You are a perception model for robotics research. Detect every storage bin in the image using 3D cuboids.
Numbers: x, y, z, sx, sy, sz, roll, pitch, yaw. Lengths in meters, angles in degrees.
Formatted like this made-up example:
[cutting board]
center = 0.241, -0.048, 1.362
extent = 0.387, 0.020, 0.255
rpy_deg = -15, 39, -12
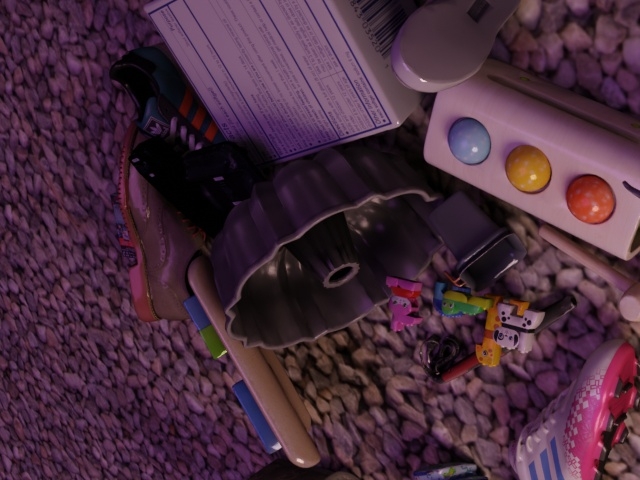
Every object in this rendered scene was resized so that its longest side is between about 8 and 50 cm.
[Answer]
[storage bin]
center = 0.187, 0.001, 1.274
extent = 0.098, 0.135, 0.091
rpy_deg = -40, 67, 8

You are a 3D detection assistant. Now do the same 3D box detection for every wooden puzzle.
[wooden puzzle]
center = -0.114, 0.182, 1.514
extent = 0.322, 0.080, 0.348
rpy_deg = 60, 178, 2

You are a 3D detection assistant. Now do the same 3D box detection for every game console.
[game console]
center = -0.151, -0.073, 1.464
extent = 0.213, 0.044, 0.361
rpy_deg = 44, 162, -18

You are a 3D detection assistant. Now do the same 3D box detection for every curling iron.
[curling iron]
center = 0.231, 0.131, 1.364
extent = 0.274, 0.035, 0.068
rpy_deg = -31, 88, 45

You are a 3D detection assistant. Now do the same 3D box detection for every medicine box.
[medicine box]
center = -0.033, -0.256, 1.294
extent = 0.289, 0.149, 0.263
rpy_deg = -12, 116, 44

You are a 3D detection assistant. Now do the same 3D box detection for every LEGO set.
[LEGO set]
center = 0.195, 0.113, 1.324
extent = 0.227, 0.087, 0.093
rpy_deg = 13, 97, 40

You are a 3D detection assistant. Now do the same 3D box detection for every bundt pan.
[bundt pan]
center = 0.000, 0.000, 1.328
extent = 0.124, 0.330, 0.331
rpy_deg = 59, 138, 28

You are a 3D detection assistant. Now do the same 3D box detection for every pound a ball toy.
[pound a ball toy]
center = 0.271, -0.051, 1.174
extent = 0.319, 0.135, 0.208
rpy_deg = 31, 127, 28

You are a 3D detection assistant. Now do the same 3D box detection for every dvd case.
[dvd case]
center = -0.331, -0.024, 1.804
extent = 0.087, 0.013, 0.120
rpy_deg = 7, 115, 39

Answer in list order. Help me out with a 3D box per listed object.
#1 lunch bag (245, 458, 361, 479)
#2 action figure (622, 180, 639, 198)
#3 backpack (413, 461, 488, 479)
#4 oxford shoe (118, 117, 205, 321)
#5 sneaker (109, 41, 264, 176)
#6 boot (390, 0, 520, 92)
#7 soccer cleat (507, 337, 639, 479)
[lunch bag]
center = -0.032, 0.476, 1.617
extent = 0.287, 0.235, 0.169
rpy_deg = 1, 108, 41
[action figure]
center = 0.430, 0.005, 0.986
extent = 0.275, 0.141, 0.164
rpy_deg = 21, 130, 2
[backpack]
center = 0.179, 0.368, 1.478
extent = 0.114, 0.105, 0.084
rpy_deg = -29, 67, 46
[oxford shoe]
center = -0.250, -0.032, 1.682
extent = 0.130, 0.123, 0.348
rpy_deg = 0, 111, 14
[sneaker]
center = -0.211, -0.167, 1.554
extent = 0.302, 0.121, 0.108
rpy_deg = 52, 134, 10
[boot]
center = 0.130, -0.215, 1.142
extent = 0.095, 0.258, 0.123
rpy_deg = 48, 138, -2
[soccer cleat]
center = 0.309, 0.257, 1.298
extent = 0.143, 0.116, 0.331
rpy_deg = 24, 124, 31
